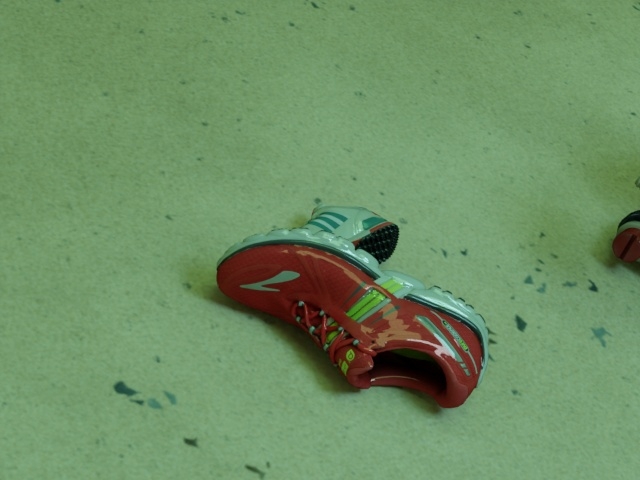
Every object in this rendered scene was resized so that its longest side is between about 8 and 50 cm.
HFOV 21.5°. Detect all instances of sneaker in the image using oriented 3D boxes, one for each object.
[{"bbox_3d":[0.029,0.079,1.608,0.279,0.107,0.118,20,49,-3],"label":"sneaker"},{"bbox_3d":[0.000,0.000,1.722,0.161,0.057,0.075,-14,37,-36],"label":"sneaker"}]

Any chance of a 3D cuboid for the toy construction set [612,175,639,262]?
[{"bbox_3d":[0.468,-0.014,1.795,0.237,0.257,0.309,45,8,13],"label":"toy construction set"}]
